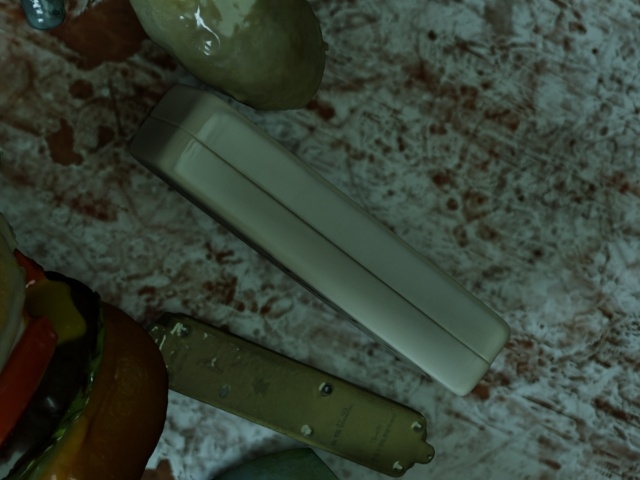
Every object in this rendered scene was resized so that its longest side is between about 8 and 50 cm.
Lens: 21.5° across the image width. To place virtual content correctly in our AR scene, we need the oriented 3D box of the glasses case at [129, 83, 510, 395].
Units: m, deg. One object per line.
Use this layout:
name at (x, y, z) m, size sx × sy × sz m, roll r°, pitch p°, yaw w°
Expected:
glasses case at (0.000, 0.000, 1.400) m, size 0.336 × 0.144 × 0.076 m, roll 37°, pitch 87°, yaw -19°

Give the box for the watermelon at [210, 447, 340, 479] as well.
watermelon at (-0.067, 0.338, 1.444) m, size 0.305 × 0.180 × 0.224 m, roll -41°, pitch 65°, yaw -4°

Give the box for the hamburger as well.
hamburger at (-0.288, 0.132, 1.226) m, size 0.250 × 0.330 × 0.330 m, roll 43°, pitch 85°, yaw -24°

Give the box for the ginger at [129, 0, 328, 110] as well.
ginger at (-0.084, -0.218, 1.342) m, size 0.138 × 0.152 × 0.267 m, roll -16°, pitch 111°, yaw 15°

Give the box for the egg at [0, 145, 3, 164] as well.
egg at (-0.293, -0.058, 1.332) m, size 0.071 × 0.071 × 0.083 m, roll 35°, pitch 89°, yaw -20°

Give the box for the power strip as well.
power strip at (-0.035, 0.132, 1.465) m, size 0.305 × 0.044 × 0.064 m, roll 24°, pitch 92°, yaw -22°

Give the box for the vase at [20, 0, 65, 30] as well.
vase at (-0.237, -0.268, 1.321) m, size 0.060 × 0.060 × 0.211 m, roll -15°, pitch 104°, yaw -15°
